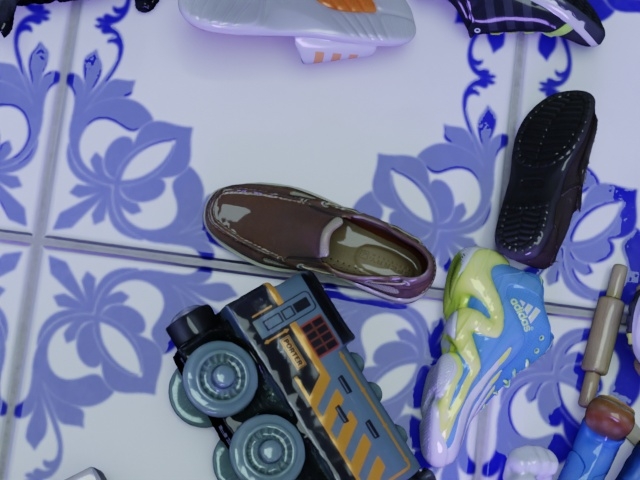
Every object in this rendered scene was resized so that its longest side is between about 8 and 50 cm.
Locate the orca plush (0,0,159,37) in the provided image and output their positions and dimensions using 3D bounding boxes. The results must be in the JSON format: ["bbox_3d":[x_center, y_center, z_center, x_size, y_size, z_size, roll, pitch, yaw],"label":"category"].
[{"bbox_3d":[-0.212,-0.282,1.589,0.287,0.151,0.102,-31,115,-12],"label":"orca plush"}]

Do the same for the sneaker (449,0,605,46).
[{"bbox_3d":[0.203,-0.265,1.645,0.234,0.084,0.097,27,118,-9],"label":"sneaker"}]

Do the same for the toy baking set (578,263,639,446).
[{"bbox_3d":[0.377,0.145,1.600,0.196,0.030,0.256,21,79,-1],"label":"toy baking set"}]

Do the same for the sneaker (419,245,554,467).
[{"bbox_3d":[0.182,0.129,1.556,0.126,0.091,0.240,13,80,-5],"label":"sneaker"}]

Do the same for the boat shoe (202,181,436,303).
[{"bbox_3d":[0.002,-0.008,1.560,0.257,0.095,0.095,15,79,-2],"label":"boat shoe"}]

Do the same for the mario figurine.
[{"bbox_3d":[0.263,0.322,1.477,0.198,0.170,0.320,23,74,32],"label":"mario figurine"}]

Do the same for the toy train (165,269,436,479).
[{"bbox_3d":[-0.018,0.191,1.509,0.190,0.142,0.334,-31,84,-18],"label":"toy train"}]

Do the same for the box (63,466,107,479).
[{"bbox_3d":[-0.333,0.345,1.446,0.311,0.148,0.121,-26,83,-10],"label":"box"}]

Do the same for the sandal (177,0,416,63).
[{"bbox_3d":[-0.030,-0.241,1.607,0.265,0.076,0.102,1,58,-17],"label":"sandal"}]

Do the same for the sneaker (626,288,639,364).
[{"bbox_3d":[0.480,0.187,1.525,0.384,0.147,0.145,44,67,-7],"label":"sneaker"}]

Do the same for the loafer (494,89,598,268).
[{"bbox_3d":[0.250,-0.064,1.612,0.080,0.078,0.220,9,65,36],"label":"loafer"}]
